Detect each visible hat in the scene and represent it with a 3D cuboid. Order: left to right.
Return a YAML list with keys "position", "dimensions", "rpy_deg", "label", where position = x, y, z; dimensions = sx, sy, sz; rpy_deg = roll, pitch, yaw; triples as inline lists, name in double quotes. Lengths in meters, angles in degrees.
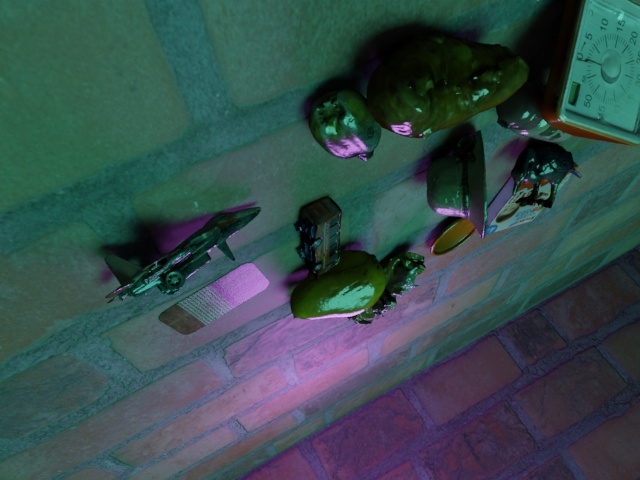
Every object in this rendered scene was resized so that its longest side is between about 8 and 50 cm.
- position: [0.313, -0.125, 1.261]
  dimensions: [0.130, 0.257, 0.257]
  rpy_deg: [-3, 155, 12]
  label: "hat"

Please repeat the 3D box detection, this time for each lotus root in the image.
- position: [0.051, -0.195, 0.952]
  dimensions: [0.113, 0.088, 0.192]
  rpy_deg: [-23, 157, 18]
  label: "lotus root"

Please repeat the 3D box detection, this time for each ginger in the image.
- position: [0.203, -0.272, 0.926]
  dimensions: [0.321, 0.172, 0.165]
  rpy_deg: [-23, 114, -29]
  label: "ginger"

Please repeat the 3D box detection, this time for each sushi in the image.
- position: [0.208, 0.145, 1.632]
  dimensions: [0.139, 0.131, 0.291]
  rpy_deg: [13, 120, -52]
  label: "sushi"

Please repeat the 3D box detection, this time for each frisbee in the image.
- position: [0.412, -0.024, 1.664]
  dimensions: [0.192, 0.035, 0.192]
  rpy_deg: [-26, 153, -14]
  label: "frisbee"

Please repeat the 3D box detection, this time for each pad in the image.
- position: [-0.250, 0.129, 1.200]
  dimensions: [0.250, 0.055, 0.323]
  rpy_deg: [-31, 170, -2]
  label: "pad"

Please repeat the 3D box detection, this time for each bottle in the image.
- position: [0.489, -0.291, 1.218]
  dimensions: [0.253, 0.120, 0.120]
  rpy_deg: [-2, 140, -45]
  label: "bottle"

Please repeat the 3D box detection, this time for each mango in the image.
- position: [0.045, 0.122, 1.390]
  dimensions: [0.262, 0.130, 0.167]
  rpy_deg: [-14, 109, -11]
  label: "mango"

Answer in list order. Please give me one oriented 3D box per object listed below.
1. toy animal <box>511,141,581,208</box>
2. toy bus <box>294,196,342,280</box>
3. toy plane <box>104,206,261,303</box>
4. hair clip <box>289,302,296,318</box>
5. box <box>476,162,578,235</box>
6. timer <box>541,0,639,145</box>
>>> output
- position: [0.615, -0.187, 1.486]
  dimensions: [0.298, 0.122, 0.185]
  rpy_deg: [-22, 115, -30]
  label: "toy animal"
- position: [0.000, 0.000, 1.238]
  dimensions: [0.096, 0.073, 0.235]
  rpy_deg: [-32, 153, -17]
  label: "toy bus"
- position: [-0.240, 0.027, 0.992]
  dimensions: [0.326, 0.104, 0.223]
  rpy_deg: [-25, 179, -22]
  label: "toy plane"
- position: [0.011, 0.174, 1.526]
  dimensions: [0.220, 0.054, 0.140]
  rpy_deg: [-9, 160, -37]
  label: "hair clip"
- position: [0.651, -0.136, 1.717]
  dimensions: [0.273, 0.048, 0.265]
  rpy_deg: [-16, 148, -31]
  label: "box"
- position: [0.540, -0.338, 1.065]
  dimensions: [0.250, 0.161, 0.257]
  rpy_deg: [7, 96, -40]
  label: "timer"
